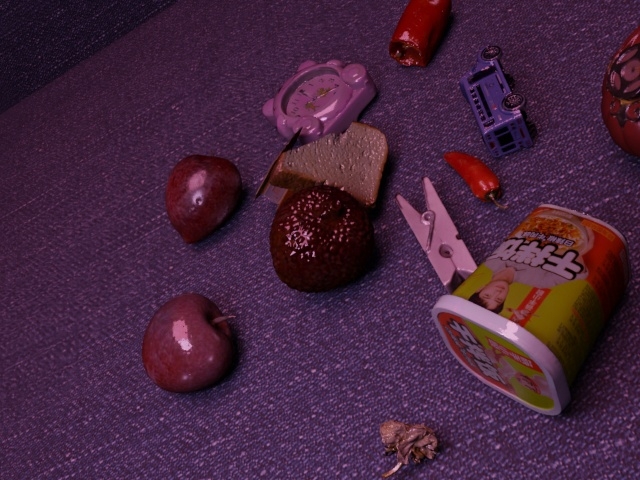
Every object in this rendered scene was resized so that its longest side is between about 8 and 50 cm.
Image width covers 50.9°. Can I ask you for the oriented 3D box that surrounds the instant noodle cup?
[{"bbox_3d":[0.409,0.111,1.258,0.293,0.294,0.308,25,66,43],"label":"instant noodle cup"}]

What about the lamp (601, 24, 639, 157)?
[{"bbox_3d":[0.713,-0.305,1.357,0.303,0.256,0.303,-41,42,54],"label":"lamp"}]

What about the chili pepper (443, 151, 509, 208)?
[{"bbox_3d":[0.375,-0.155,1.618,0.071,0.063,0.272,-26,42,-3],"label":"chili pepper"}]

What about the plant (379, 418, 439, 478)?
[{"bbox_3d":[0.162,0.405,1.293,0.116,0.104,0.122,12,70,27],"label":"plant"}]

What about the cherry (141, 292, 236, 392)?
[{"bbox_3d":[-0.322,0.249,1.660,0.285,0.213,0.236,-33,35,20],"label":"cherry"}]

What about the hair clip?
[{"bbox_3d":[0.272,-0.011,1.555,0.101,0.085,0.331,-26,46,4],"label":"hair clip"}]

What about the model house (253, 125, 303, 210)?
[{"bbox_3d":[-0.062,-0.183,1.862,0.219,0.135,0.207,-56,0,21],"label":"model house"}]

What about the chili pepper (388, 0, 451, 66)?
[{"bbox_3d":[0.324,-0.682,2.011,0.134,0.131,0.338,16,65,30],"label":"chili pepper"}]

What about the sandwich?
[{"bbox_3d":[0.031,-0.209,1.750,0.100,0.288,0.254,129,157,-62],"label":"sandwich"}]

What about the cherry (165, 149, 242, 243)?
[{"bbox_3d":[-0.351,-0.134,1.989,0.230,0.203,0.301,8,76,36],"label":"cherry"}]

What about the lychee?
[{"bbox_3d":[0.000,0.000,1.613,0.260,0.260,0.261,-18,49,22],"label":"lychee"}]

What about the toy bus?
[{"bbox_3d":[0.435,-0.352,1.683,0.133,0.125,0.292,-23,48,18],"label":"toy bus"}]

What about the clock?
[{"bbox_3d":[-0.015,-0.423,2.048,0.295,0.113,0.322,-49,44,-8],"label":"clock"}]
